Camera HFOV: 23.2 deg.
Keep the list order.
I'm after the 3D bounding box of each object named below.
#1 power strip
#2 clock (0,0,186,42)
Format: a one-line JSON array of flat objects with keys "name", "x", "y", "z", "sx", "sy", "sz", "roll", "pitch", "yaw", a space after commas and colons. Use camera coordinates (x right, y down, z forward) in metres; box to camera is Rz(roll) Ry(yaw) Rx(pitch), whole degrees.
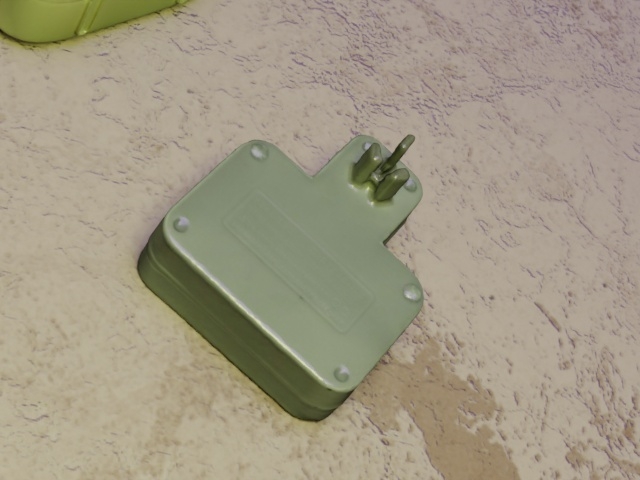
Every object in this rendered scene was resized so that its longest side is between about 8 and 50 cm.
[{"name": "power strip", "x": 0.000, "y": 0.000, "z": 1.434, "sx": 0.229, "sy": 0.141, "sz": 0.261, "roll": 42, "pitch": 50, "yaw": 3}, {"name": "clock", "x": -0.272, "y": -0.375, "z": 1.563, "sx": 0.286, "sy": 0.117, "sz": 0.348, "roll": -25, "pitch": 71, "yaw": -39}]
